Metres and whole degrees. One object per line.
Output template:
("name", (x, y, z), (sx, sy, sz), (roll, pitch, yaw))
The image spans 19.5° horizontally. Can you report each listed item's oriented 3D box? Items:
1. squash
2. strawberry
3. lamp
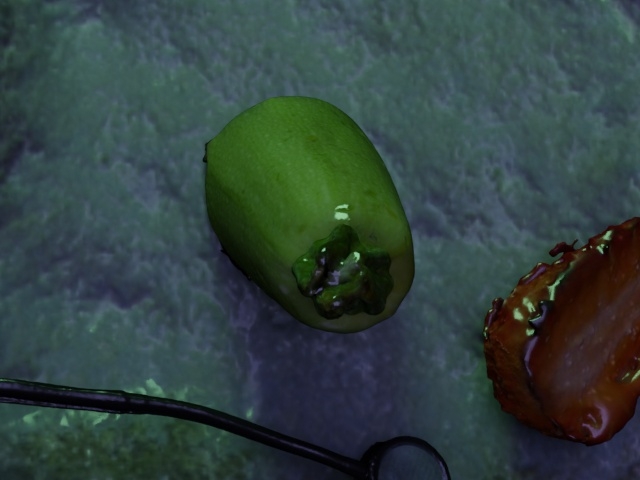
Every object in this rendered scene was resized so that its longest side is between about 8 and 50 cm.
("squash", (0.009, 0.011, 1.177), (0.137, 0.287, 0.137), (-5, 112, -12))
("strawberry", (0.187, 0.058, 1.287), (0.188, 0.082, 0.121), (-40, 110, -26))
("lamp", (-0.098, 0.125, 1.224), (0.371, 0.108, 0.130), (11, 64, -26))
